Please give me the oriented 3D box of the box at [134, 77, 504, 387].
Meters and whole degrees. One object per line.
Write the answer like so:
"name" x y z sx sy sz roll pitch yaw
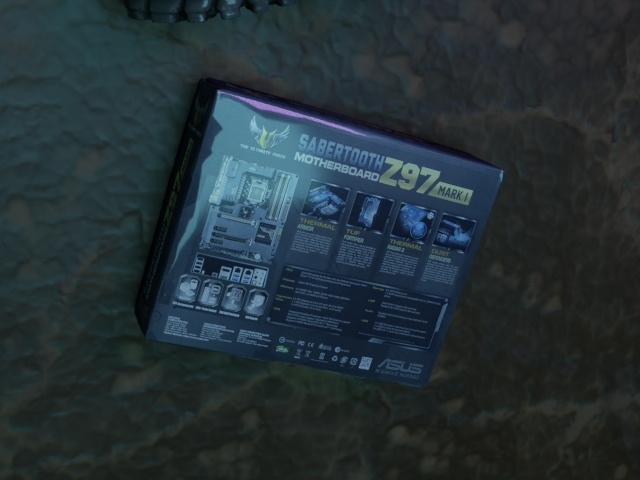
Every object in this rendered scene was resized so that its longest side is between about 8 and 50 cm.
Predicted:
"box" 0.000 0.000 0.695 0.232 0.059 0.183 12 104 -23

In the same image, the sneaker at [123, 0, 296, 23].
"sneaker" 0.035 -0.238 0.581 0.343 0.134 0.146 -17 113 -14
